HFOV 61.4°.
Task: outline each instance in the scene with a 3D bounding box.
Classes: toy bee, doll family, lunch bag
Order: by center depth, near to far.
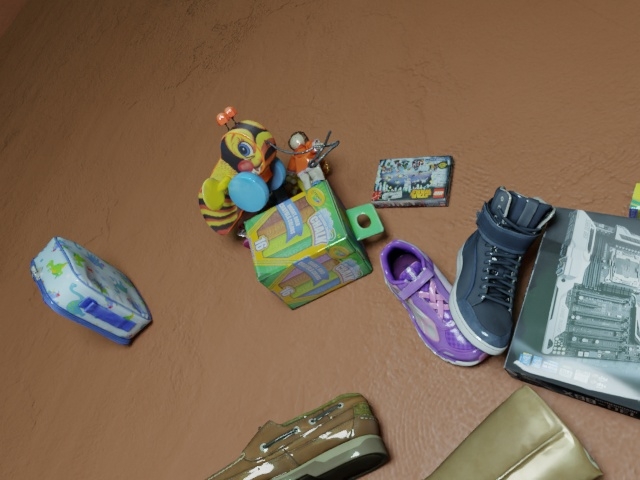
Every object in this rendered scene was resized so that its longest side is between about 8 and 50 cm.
[{"bbox_3d":[-0.127,-0.142,0.924,0.298,0.162,0.195,-39,13,17],"label":"toy bee"},{"bbox_3d":[-0.435,0.100,1.030,0.090,0.219,0.176,-45,52,-4],"label":"lunch bag"},{"bbox_3d":[-0.065,-0.098,1.049,0.263,0.118,0.163,-36,56,26],"label":"doll family"}]

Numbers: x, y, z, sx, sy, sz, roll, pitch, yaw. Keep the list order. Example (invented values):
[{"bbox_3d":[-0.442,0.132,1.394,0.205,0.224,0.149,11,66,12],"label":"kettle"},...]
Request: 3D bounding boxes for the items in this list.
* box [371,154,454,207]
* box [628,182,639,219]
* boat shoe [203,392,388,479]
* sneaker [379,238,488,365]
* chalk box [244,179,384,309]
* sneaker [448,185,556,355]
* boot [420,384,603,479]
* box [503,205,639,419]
[{"bbox_3d":[0.166,-0.105,0.970,0.136,0.027,0.094,0,62,27],"label":"box"},{"bbox_3d":[0.501,-0.020,0.696,0.179,0.105,0.043,13,76,32],"label":"box"},{"bbox_3d":[-0.057,0.321,0.783,0.307,0.111,0.105,-22,49,2],"label":"boat shoe"},{"bbox_3d":[0.161,0.083,0.809,0.095,0.104,0.236,-38,52,0],"label":"sneaker"},{"bbox_3d":[0.000,0.000,0.923,0.213,0.132,0.132,-27,53,10],"label":"chalk box"},{"bbox_3d":[0.246,0.027,0.725,0.086,0.163,0.226,20,41,-6],"label":"sneaker"},{"bbox_3d":[0.216,0.339,0.635,0.269,0.089,0.236,-37,52,1],"label":"boot"},{"bbox_3d":[0.419,0.101,0.672,0.307,0.076,0.243,14,74,33],"label":"box"}]
